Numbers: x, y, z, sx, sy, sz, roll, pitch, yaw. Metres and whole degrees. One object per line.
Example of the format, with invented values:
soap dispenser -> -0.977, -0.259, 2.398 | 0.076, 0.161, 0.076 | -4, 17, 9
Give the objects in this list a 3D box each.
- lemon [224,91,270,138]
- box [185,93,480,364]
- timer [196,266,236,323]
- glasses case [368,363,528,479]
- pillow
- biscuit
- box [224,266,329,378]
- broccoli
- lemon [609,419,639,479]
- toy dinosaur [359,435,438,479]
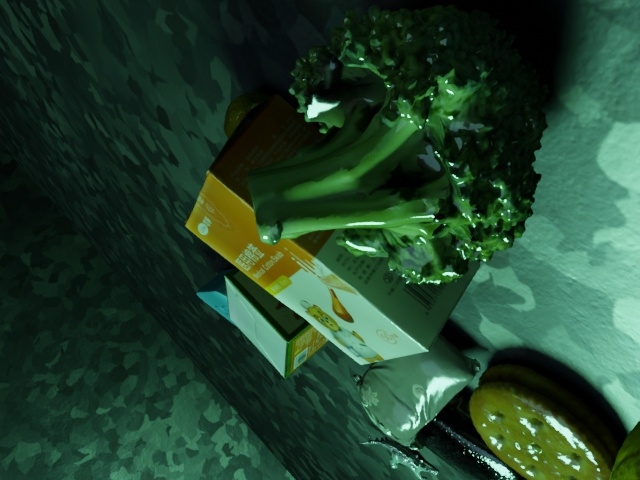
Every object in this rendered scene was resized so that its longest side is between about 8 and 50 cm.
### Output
lemon -> -0.097, -0.172, 0.916 | 0.082, 0.082, 0.111 | 51, 152, -3
box -> 0.000, 0.000, 0.839 | 0.341, 0.143, 0.225 | 40, 156, -5
timer -> -0.171, 0.188, 1.558 | 0.250, 0.091, 0.232 | 51, 156, -11
glasses case -> 0.207, 0.307, 1.073 | 0.321, 0.082, 0.122 | 32, 148, 36
pillow -> 0.133, 0.223, 1.004 | 0.169, 0.059, 0.255 | 49, 136, 27
biscuit -> 0.305, 0.263, 0.867 | 0.220, 0.066, 0.220 | 35, 151, 23
box -> -0.069, 0.127, 1.214 | 0.177, 0.148, 0.195 | 44, 156, 20
broccoli -> 0.071, -0.084, 0.591 | 0.260, 0.235, 0.288 | 1, 126, 16
lemon -> 0.374, 0.267, 0.564 | 0.240, 0.219, 0.240 | 38, 157, 19
toy dinosaur -> 0.174, 0.479, 1.430 | 0.209, 0.039, 0.082 | 9, 132, 41
